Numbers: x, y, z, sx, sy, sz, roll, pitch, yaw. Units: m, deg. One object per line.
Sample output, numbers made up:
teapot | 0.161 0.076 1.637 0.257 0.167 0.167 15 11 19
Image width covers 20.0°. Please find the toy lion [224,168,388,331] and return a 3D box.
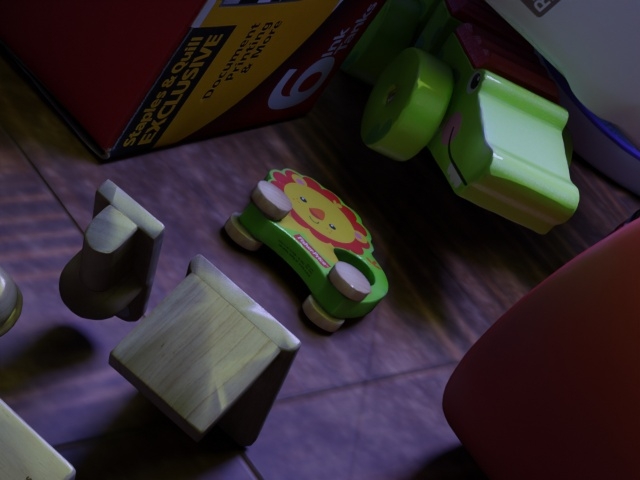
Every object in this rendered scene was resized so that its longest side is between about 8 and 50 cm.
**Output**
toy lion | 0.000 0.000 0.990 0.100 0.034 0.096 46 24 16

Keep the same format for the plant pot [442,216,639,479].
plant pot | 0.229 0.120 0.847 0.275 0.275 0.243 -3 59 -48

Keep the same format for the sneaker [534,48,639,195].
sneaker | 0.326 -0.120 1.280 0.323 0.236 0.130 34 30 -5

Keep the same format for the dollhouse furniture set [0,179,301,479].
dollhouse furniture set | -0.120 0.068 0.770 0.144 0.123 0.151 41 65 9

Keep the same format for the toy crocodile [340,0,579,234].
toy crocodile | 0.090 -0.104 1.120 0.115 0.105 0.340 25 20 -17

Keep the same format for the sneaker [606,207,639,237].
sneaker | 0.230 0.032 1.114 0.088 0.093 0.225 25 32 -18

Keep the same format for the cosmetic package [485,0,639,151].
cosmetic package | 0.173 -0.222 1.166 0.217 0.156 0.385 39 17 -31

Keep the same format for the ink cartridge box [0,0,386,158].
ink cartridge box | -0.039 -0.200 0.947 0.130 0.309 0.272 46 32 16
